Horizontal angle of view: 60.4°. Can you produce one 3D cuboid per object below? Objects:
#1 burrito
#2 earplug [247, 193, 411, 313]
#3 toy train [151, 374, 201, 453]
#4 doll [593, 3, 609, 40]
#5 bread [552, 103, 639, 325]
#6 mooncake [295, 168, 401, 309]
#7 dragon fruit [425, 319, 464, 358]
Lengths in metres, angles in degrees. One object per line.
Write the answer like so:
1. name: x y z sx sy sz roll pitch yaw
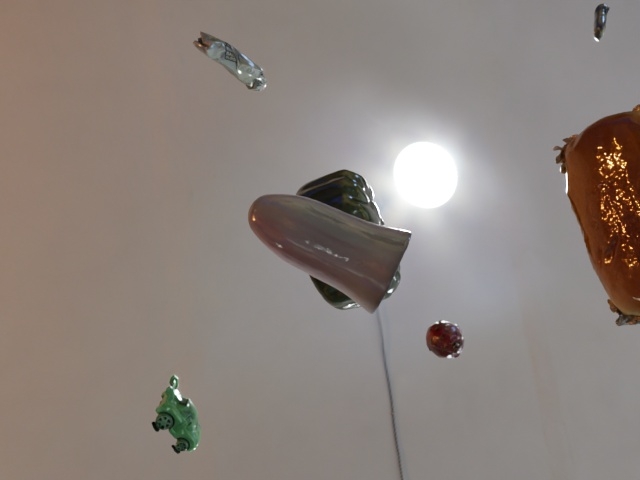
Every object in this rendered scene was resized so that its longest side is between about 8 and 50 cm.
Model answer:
1. burrito: -0.199 -0.410 1.267 0.203 0.064 0.064 26 -111 -48
2. earplug: 0.000 0.000 1.044 0.301 0.172 0.173 25 -106 4
3. toy train: -0.306 0.381 1.193 0.081 0.099 0.149 -37 -78 2
4. doll: 0.579 -0.451 1.134 0.027 0.037 0.125 11 -130 17
5. bread: 0.376 -0.032 0.637 0.106 0.136 0.242 2 -111 -35
6. mooncake: 0.074 -0.006 1.391 0.187 0.351 0.352 -18 -98 18
7. dragon fruit: 0.310 0.243 1.397 0.094 0.190 0.094 0 -83 4
